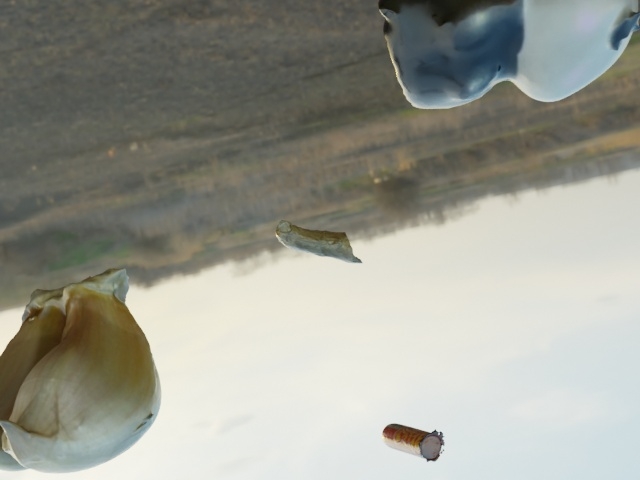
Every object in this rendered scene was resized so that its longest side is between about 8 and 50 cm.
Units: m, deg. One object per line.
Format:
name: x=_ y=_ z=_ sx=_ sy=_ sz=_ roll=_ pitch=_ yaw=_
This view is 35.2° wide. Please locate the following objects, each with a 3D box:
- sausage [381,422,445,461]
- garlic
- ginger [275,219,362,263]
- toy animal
sausage: x=0.135 y=0.304 z=1.553 sx=0.048 sy=0.050 sz=0.145 roll=9 pitch=175 yaw=-25
garlic: x=-0.364 y=0.206 z=1.406 sx=0.286 sy=0.249 sz=0.313 roll=-2 pitch=-133 yaw=6
ginger: x=-0.001 y=0.003 z=1.457 sx=0.137 sy=0.044 sz=0.057 roll=12 pitch=-175 yaw=-12
toy animal: x=0.244 y=-0.294 z=1.286 sx=0.309 sy=0.251 sz=0.251 roll=-12 pitch=-179 yaw=14
